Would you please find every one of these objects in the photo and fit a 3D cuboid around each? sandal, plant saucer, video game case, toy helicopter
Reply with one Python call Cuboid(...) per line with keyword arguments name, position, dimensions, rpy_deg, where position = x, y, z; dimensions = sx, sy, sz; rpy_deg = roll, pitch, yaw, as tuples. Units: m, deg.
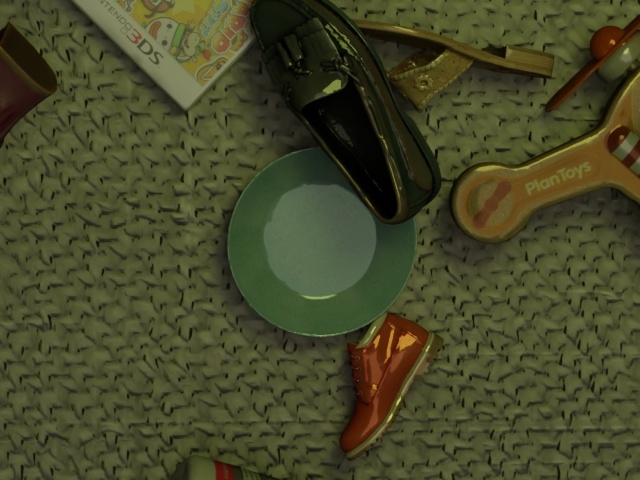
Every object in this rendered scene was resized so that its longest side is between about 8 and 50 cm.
Cuboid(name="sandal", position=(0.117, -0.165, 1.971), dimensions=(0.240, 0.088, 0.079), rpy_deg=(8, 90, -16))
Cuboid(name="plant saucer", position=(0.000, 0.000, 1.999), dimensions=(0.195, 0.037, 0.195), rpy_deg=(-1, 98, -9))
Cuboid(name="video game case", position=(-0.128, -0.278, 1.945), dimensions=(0.206, 0.026, 0.227), rpy_deg=(44, 89, -13))
Cuboid(name="toy helicopter", position=(0.291, -0.105, 1.987), dimensions=(0.355, 0.140, 0.235), rpy_deg=(-22, 99, -4))

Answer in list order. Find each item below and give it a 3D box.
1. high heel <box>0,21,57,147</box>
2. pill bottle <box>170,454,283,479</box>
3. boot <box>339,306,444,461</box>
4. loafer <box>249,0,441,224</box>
Cuboid(name="high heel", position=(-0.433, -0.218, 1.847), dimensions=(0.181, 0.127, 0.377), rpy_deg=(-37, 102, 20))
Cuboid(name="pill bottle", position=(-0.008, 0.339, 1.974), dimensions=(0.319, 0.176, 0.176), rpy_deg=(17, 95, -11))
Cuboid(name="boot", position=(0.050, 0.146, 2.022), dimensions=(0.085, 0.059, 0.158), rpy_deg=(32, 83, -9))
Cuboid(name="loafer", position=(0.020, -0.133, 1.914), dimensions=(0.096, 0.084, 0.267), rpy_deg=(-33, 98, 33))
